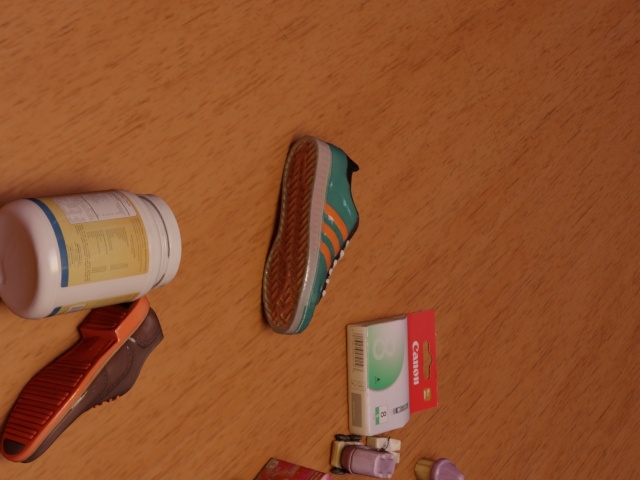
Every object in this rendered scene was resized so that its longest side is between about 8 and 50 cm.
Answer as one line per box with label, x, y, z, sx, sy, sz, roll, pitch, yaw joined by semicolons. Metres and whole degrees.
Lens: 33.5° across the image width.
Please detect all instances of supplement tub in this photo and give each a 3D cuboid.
supplement tub;-0.287;0.012;1.307;0.199;0.144;0.144;-9;98;-43

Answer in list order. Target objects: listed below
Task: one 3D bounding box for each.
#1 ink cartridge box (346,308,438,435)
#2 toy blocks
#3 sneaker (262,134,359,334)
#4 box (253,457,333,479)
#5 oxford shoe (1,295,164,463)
ink cartridge box;0.138;0.217;1.784;0.224;0.056;0.181;-6;96;-42
toy blocks;0.183;0.483;1.693;0.288;0.260;0.309;10;85;-43
sneaker;0.000;0.000;1.605;0.121;0.108;0.302;18;78;-38
box;-0.076;0.455;1.536;0.257;0.128;0.123;-48;122;-31
oxford shoe;-0.290;0.185;1.349;0.271;0.097;0.098;-52;130;-29
